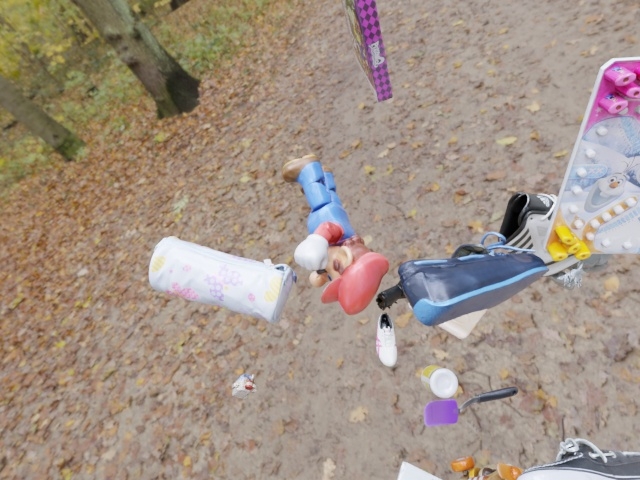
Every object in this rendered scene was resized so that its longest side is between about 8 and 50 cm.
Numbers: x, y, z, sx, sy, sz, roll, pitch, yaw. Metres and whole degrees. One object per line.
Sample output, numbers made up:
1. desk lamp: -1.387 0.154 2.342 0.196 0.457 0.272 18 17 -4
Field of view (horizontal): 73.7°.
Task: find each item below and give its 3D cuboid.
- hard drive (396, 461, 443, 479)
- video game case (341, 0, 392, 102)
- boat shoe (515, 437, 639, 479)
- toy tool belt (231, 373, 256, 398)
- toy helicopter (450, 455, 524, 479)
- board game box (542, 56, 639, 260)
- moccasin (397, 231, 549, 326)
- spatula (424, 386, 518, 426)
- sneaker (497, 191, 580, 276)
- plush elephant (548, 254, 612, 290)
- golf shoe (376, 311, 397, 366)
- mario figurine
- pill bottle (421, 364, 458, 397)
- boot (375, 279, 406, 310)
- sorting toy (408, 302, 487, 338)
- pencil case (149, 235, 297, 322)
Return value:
1. hard drive: 0.284 0.815 1.204 0.203 0.040 0.307 20 38 16
2. video game case: 0.091 -0.450 0.917 0.042 0.232 0.210 -20 51 5
3. boat shoe: 0.443 0.388 0.709 0.306 0.113 0.105 6 32 -13
4. toy tool belt: -0.177 0.335 1.006 0.083 0.052 0.051 -48 23 41
5. toy helicopter: 0.550 0.793 1.385 0.235 0.355 0.140 -22 70 15
6. board game box: 0.640 -0.116 0.739 0.390 0.390 0.050 0 39 6
7. moccasin: 0.281 0.049 0.752 0.137 0.342 0.116 -55 53 37
8. spatula: 0.435 0.464 1.221 0.297 0.084 0.030 -12 16 -13
9. sneaker: 0.677 -0.073 1.121 0.447 0.258 0.169 -41 35 36
10. plush elephant: 0.899 0.043 1.595 0.330 0.272 0.255 -53 11 -17
11. golf shoe: 0.220 0.333 1.446 0.068 0.086 0.186 -7 50 4
12. mario figurine: 0.000 0.000 0.835 0.170 0.198 0.320 -50 54 47
13. pill bottle: 0.438 0.524 1.605 0.103 0.103 0.184 -39 -7 -8
14. boot: 0.196 0.125 1.099 0.099 0.121 0.045 -18 51 -25
15. sorting toy: 0.395 0.203 1.318 0.193 0.038 0.208 31 38 26
16. pencil case: -0.189 0.074 0.831 0.273 0.124 0.113 13 51 9
